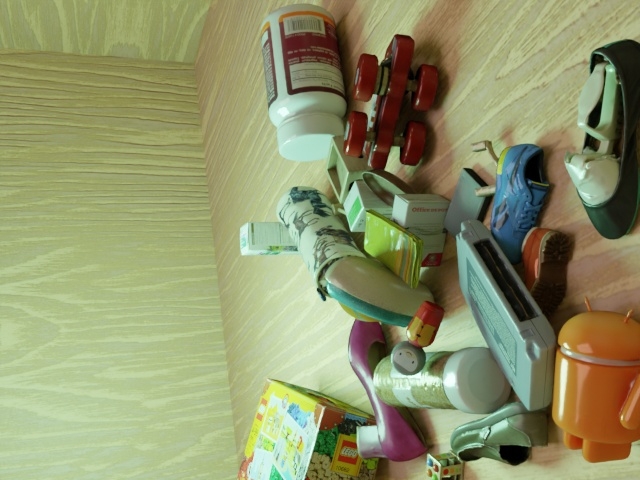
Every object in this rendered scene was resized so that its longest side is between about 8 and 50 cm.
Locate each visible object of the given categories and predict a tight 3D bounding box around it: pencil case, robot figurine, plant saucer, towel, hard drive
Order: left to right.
[{"bbox_3d":[0.000,0.000,1.842,0.410,0.159,0.184,-121,26,-51],"label":"pencil case"},{"bbox_3d":[0.146,0.012,1.366,0.237,0.021,0.102,-139,51,-62],"label":"towel"},{"bbox_3d":[0.168,-0.109,1.467,0.029,0.168,0.168,-53,21,-9],"label":"plant saucer"},{"bbox_3d":[0.291,-0.063,1.293,0.094,0.022,0.135,-119,35,-50],"label":"hard drive"},{"bbox_3d":[0.394,0.194,0.908,0.158,0.128,0.220,-14,-74,-66],"label":"robot figurine"}]

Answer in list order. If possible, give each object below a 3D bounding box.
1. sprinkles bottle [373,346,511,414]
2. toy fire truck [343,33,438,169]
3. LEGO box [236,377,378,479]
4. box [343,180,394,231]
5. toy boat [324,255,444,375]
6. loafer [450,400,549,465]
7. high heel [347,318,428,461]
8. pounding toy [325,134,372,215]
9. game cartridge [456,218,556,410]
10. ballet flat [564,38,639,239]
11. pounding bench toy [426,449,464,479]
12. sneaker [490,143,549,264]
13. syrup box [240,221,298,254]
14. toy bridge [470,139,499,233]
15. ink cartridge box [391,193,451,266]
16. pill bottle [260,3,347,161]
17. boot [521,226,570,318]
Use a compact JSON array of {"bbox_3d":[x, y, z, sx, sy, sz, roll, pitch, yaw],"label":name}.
[{"bbox_3d":[0.234,0.284,1.325,0.355,0.121,0.121,151,116,-66],"label":"sprinkles bottle"},{"bbox_3d":[0.149,-0.317,1.483,0.254,0.169,0.302,-94,13,-65],"label":"toy fire truck"},{"bbox_3d":[-0.047,0.618,1.815,0.500,0.193,0.373,-10,62,68],"label":"LEGO box"},{"bbox_3d":[0.125,-0.085,1.602,0.101,0.102,0.087,115,148,-51],"label":"box"},{"bbox_3d":[0.139,0.147,1.353,0.148,0.267,0.318,-65,27,10],"label":"toy boat"},{"bbox_3d":[0.315,0.360,1.159,0.251,0.094,0.087,121,146,-53],"label":"loafer"},{"bbox_3d":[0.172,0.333,1.565,0.181,0.127,0.377,-19,66,37],"label":"high heel"},{"bbox_3d":[0.086,-0.145,1.724,0.206,0.094,0.181,102,151,-53],"label":"pounding toy"},{"bbox_3d":[0.311,0.126,1.109,0.297,0.062,0.198,-109,-1,-46],"label":"game cartridge"},{"bbox_3d":[0.397,-0.140,0.922,0.095,0.096,0.281,-159,69,-66],"label":"ballet flat"},{"bbox_3d":[0.255,0.490,1.356,0.052,0.065,0.083,-156,66,-66],"label":"pounding bench toy"},{"bbox_3d":[0.342,-0.059,1.104,0.082,0.069,0.209,-163,73,-63],"label":"sneaker"},{"bbox_3d":[-0.129,-0.005,2.064,0.093,0.236,0.096,154,113,-65],"label":"syrup box"},{"bbox_3d":[0.317,-0.092,1.193,0.063,0.026,0.188,-10,81,40],"label":"toy bridge"},{"bbox_3d":[0.208,-0.022,1.386,0.063,0.109,0.151,-131,44,-59],"label":"ink cartridge box"},{"bbox_3d":[-0.044,-0.441,1.846,0.224,0.224,0.392,142,124,-64],"label":"pill bottle"},{"bbox_3d":[0.364,0.054,1.083,0.084,0.059,0.158,-133,49,-71],"label":"boot"}]
